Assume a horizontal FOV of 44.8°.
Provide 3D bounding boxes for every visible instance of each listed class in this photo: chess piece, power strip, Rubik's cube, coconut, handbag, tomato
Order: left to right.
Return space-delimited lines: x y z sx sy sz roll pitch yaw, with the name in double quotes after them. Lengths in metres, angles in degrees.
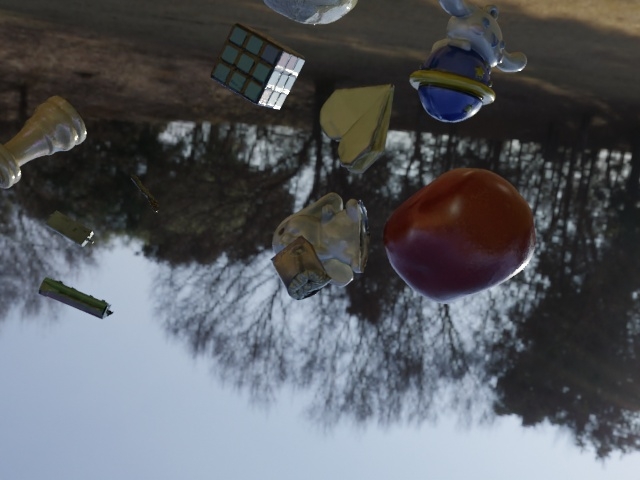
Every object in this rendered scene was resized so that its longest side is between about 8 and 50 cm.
-0.670 -0.157 1.607 0.117 0.117 0.397 14 -135 35 "chess piece"
-0.636 -0.027 1.979 0.136 0.051 0.019 28 157 9 "power strip"
-0.162 -0.453 2.030 0.160 0.162 0.163 32 -166 15 "Rubik's cube"
-0.052 0.075 1.993 0.095 0.117 0.173 45 -172 -41 "handbag"
-0.011 -0.542 1.470 0.227 0.230 0.227 15 -147 -10 "coconut"
0.310 -0.010 1.748 0.325 0.293 0.290 -24 -161 51 "tomato"

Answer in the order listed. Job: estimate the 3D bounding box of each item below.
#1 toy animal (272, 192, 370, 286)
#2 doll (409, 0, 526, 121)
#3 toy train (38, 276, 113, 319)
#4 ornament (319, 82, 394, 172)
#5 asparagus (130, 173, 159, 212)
0.014 -0.014 2.192 0.289 0.249 0.174 19 179 14 "toy animal"
0.298 -0.355 1.587 0.311 0.242 0.160 6 173 -43 "doll"
-0.481 0.116 1.534 0.148 0.038 0.071 23 175 -3 "toy train"
0.087 -0.246 1.564 0.059 0.180 0.201 27 -152 -39 "ornament"
-0.423 -0.115 1.870 0.022 0.023 0.233 8 -161 -30 "asparagus"
